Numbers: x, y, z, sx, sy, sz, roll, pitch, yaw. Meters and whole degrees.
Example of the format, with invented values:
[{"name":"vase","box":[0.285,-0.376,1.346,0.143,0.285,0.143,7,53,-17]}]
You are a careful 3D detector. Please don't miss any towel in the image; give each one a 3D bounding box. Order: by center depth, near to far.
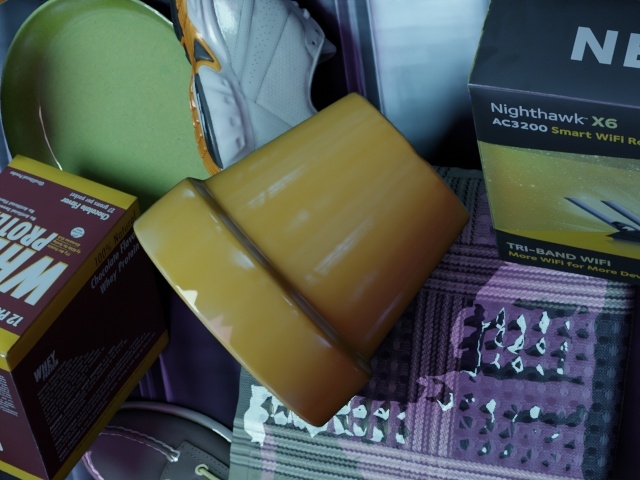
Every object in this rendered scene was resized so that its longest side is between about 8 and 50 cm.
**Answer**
[{"name":"towel","box":[0.082,0.094,1.173,0.324,0.056,0.312,7,93,22]}]

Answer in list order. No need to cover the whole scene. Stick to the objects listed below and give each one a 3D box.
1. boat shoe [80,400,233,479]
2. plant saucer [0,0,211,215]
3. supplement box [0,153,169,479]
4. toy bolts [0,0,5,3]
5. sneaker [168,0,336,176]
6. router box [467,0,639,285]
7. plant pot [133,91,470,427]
[{"name":"boat shoe","box":[-0.095,0.250,1.352,0.324,0.096,0.117,26,119,18]},{"name":"plant saucer","box":[-0.176,-0.104,1.300,0.241,0.037,0.241,11,114,26]},{"name":"supplement box","box":[-0.246,0.071,1.276,0.129,0.191,0.194,20,142,22]},{"name":"toy bolts","box":[-0.324,-0.143,1.296,0.218,0.228,0.158,-18,134,7]},{"name":"sneaker","box":[-0.054,-0.177,1.185,0.099,0.121,0.262,150,109,-76]},{"name":"router box","box":[0.262,-0.046,0.950,0.308,0.081,0.243,10,155,17]},{"name":"plant pot","box":[0.000,0.000,1.085,0.188,0.205,0.205,-42,85,1]}]
